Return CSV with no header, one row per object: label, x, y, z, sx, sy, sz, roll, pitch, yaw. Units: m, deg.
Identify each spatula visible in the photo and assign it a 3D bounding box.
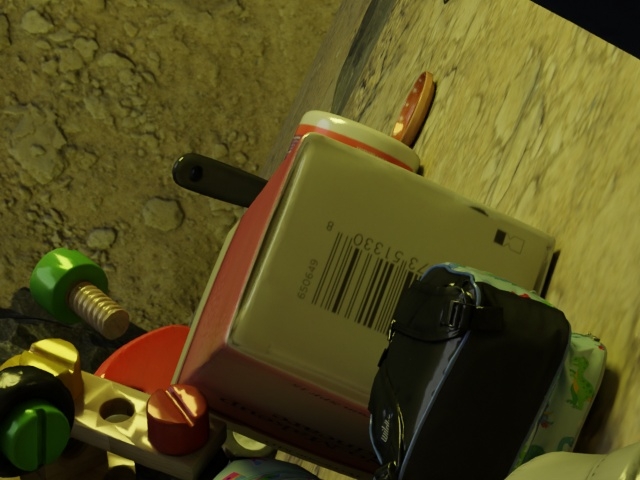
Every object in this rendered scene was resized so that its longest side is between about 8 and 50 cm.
spatula,-0.040,-0.037,1.348,0.296,0.030,0.084,17,-82,-62

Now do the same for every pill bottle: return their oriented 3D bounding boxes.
pill bottle,0.000,0.000,1.293,0.108,0.108,0.194,174,119,-82

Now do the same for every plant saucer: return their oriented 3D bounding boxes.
plant saucer,0.083,-0.112,1.408,0.083,0.013,0.084,-156,90,-82

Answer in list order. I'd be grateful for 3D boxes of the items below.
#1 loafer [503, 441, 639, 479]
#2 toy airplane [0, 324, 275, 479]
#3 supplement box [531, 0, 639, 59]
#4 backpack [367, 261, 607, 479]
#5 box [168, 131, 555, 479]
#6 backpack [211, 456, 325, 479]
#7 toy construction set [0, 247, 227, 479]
loafer,0.088,0.093,0.360,0.319,0.111,0.112,-59,8,46
toy airplane,-0.221,0.283,1.376,0.384,0.272,0.386,-95,29,-73
supplement box,0.167,-0.208,0.307,0.357,0.195,0.194,-66,7,-24
backpack,0.069,0.067,0.690,0.114,0.084,0.105,-138,71,-78
box,0.013,0.049,0.893,0.232,0.148,0.127,134,158,-72
backpack,-0.033,0.211,0.839,0.115,0.152,0.182,21,85,62
toy construction set,-0.196,0.153,0.927,0.257,0.309,0.237,-47,48,-12
